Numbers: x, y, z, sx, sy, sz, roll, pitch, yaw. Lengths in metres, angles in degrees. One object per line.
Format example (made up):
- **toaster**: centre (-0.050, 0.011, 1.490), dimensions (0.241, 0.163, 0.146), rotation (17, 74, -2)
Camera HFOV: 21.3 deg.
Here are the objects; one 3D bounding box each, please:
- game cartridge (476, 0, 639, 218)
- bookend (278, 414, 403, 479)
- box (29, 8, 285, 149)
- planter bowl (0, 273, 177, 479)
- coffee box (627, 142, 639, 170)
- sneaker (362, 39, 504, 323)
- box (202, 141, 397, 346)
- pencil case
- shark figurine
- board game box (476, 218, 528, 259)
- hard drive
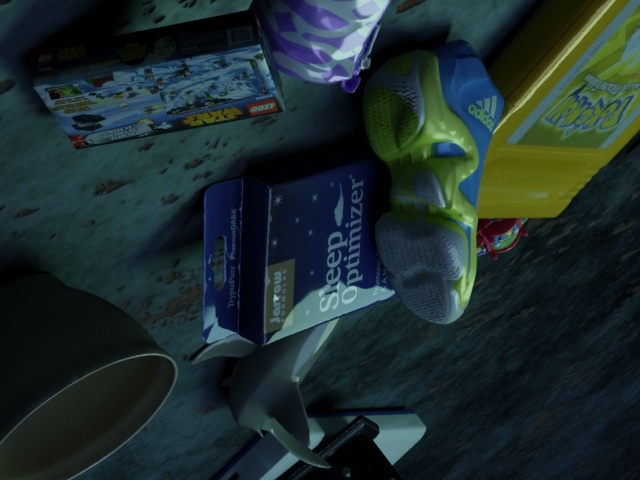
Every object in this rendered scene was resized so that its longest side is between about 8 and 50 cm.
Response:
- **game cartridge**: centre (0.240, -0.143, 1.506), dimensions (0.324, 0.053, 0.285), rotation (-52, 155, 24)
- **bookend**: centre (0.036, 0.300, 1.832), dimensions (0.156, 0.157, 0.072), rotation (-39, 159, 4)
- **box**: centre (-0.096, -0.096, 1.029), dimensions (0.137, 0.027, 0.094), rotation (-10, 158, 4)
- **planter bowl**: centre (-0.199, 0.094, 1.217), dimensions (0.162, 0.109, 0.162), rotation (-32, 157, -15)
- **coffee box**: centre (0.495, -0.149, 1.816), dimensions (0.297, 0.119, 0.168), rotation (-48, 157, 23)
- **sneaker**: centre (0.107, -0.051, 1.355), dimensions (0.126, 0.091, 0.240), rotation (-37, 135, -34)
- **box**: centre (0.000, 0.000, 1.362), dimensions (0.225, 0.036, 0.136), rotation (-18, 119, -41)
- **pencil case**: centre (0.028, -0.183, 1.040), dimensions (0.086, 0.088, 0.206), rotation (-47, 172, -50)
- **shark figurine**: centre (-0.036, 0.154, 1.601), dimensions (0.166, 0.116, 0.278), rotation (-25, 154, -27)
- **board game box**: centre (0.180, -0.009, 1.719), dimensions (0.168, 0.033, 0.133), rotation (-17, 150, -43)
- **hard drive**: centre (-0.024, 0.275, 1.960), dimensions (0.210, 0.040, 0.318), rotation (-45, 157, 17)
